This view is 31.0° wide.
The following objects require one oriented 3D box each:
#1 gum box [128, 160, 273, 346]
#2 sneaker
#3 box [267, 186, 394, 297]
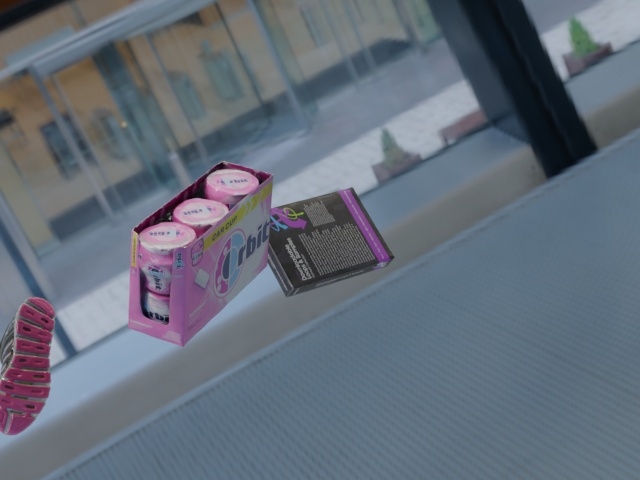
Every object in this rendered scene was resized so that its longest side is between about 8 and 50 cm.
[{"bbox_3d":[-0.115,0.011,1.110,0.062,0.107,0.188,16,31,18],"label":"gum box"},{"bbox_3d":[-0.367,0.158,1.421,0.075,0.063,0.170,147,132,-60],"label":"sneaker"},{"bbox_3d":[0.000,0.000,1.464,0.162,0.116,0.029,-15,-25,-34],"label":"box"}]
